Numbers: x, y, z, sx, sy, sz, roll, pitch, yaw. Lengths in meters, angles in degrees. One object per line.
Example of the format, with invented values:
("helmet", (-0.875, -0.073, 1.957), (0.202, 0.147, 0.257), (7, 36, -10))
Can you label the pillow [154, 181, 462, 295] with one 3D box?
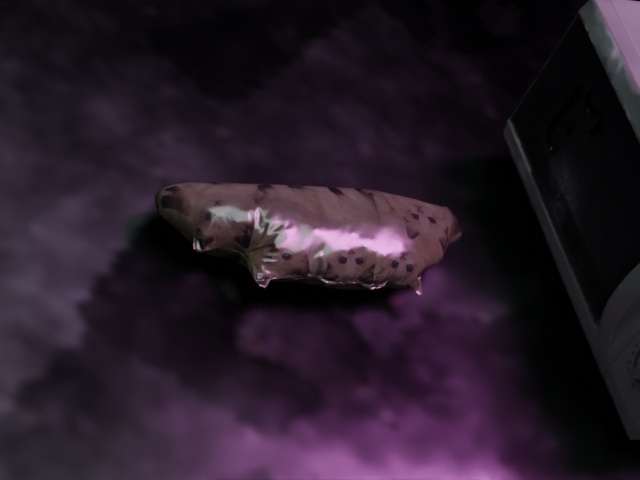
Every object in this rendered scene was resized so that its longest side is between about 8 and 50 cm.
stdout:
("pillow", (0.001, 0.001, 1.103), (0.241, 0.051, 0.093), (4, 50, -25))

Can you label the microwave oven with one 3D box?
("microwave oven", (0.297, -0.011, 1.160), (0.238, 0.181, 0.295), (2, 51, -26))
